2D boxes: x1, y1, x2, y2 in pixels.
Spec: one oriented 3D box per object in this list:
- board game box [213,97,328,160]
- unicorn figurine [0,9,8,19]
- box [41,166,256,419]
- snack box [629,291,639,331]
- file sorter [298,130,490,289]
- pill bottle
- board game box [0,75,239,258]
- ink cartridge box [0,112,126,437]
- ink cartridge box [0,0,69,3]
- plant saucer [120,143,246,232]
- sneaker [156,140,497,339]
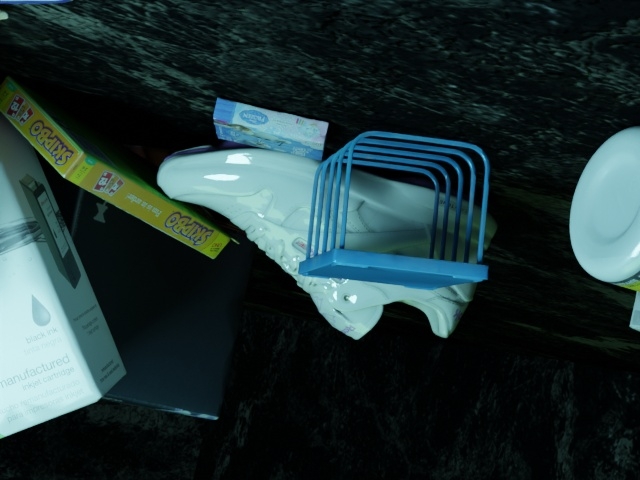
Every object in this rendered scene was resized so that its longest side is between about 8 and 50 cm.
[{"bbox_3d":[-0.040,-0.088,1.231,0.090,0.020,0.090,12,174,0],"label":"board game box"},{"bbox_3d":[-0.297,-0.130,1.014,0.162,0.060,0.111,11,149,-34],"label":"unicorn figurine"},{"bbox_3d":[-0.322,0.048,1.654,0.395,0.212,0.293,5,170,34],"label":"box"},{"bbox_3d":[0.386,0.080,1.662,0.022,0.064,0.178,7,172,37],"label":"snack box"},{"bbox_3d":[0.057,-0.021,1.215,0.118,0.104,0.170,6,175,-9],"label":"file sorter"},{"bbox_3d":[0.263,-0.003,0.999,0.184,0.103,0.103,16,173,-24],"label":"pill bottle"},{"bbox_3d":[-0.178,-0.059,1.381,0.124,0.039,0.259,43,-172,33],"label":"board game box"},{"bbox_3d":[-0.320,0.039,1.353,0.198,0.273,0.115,-22,-175,7],"label":"ink cartridge box"},{"bbox_3d":[-0.332,-0.191,0.705,0.324,0.071,0.330,7,175,36],"label":"ink cartridge box"},{"bbox_3d":[-0.070,-0.040,1.602,0.259,0.048,0.258,9,172,39],"label":"plant saucer"},{"bbox_3d":[0.000,0.000,1.342,0.305,0.152,0.114,15,176,-6],"label":"sneaker"}]
